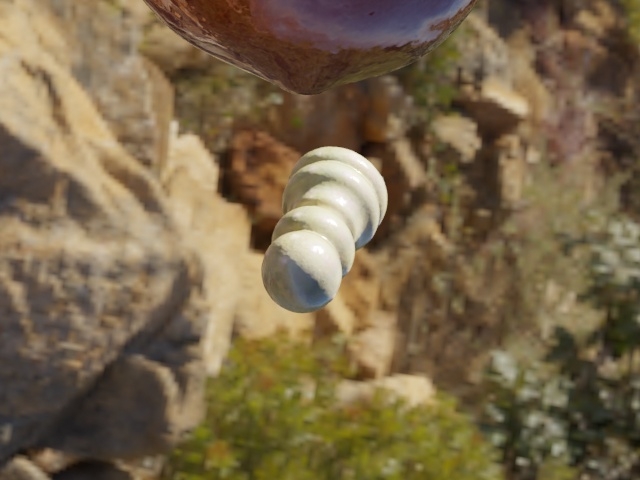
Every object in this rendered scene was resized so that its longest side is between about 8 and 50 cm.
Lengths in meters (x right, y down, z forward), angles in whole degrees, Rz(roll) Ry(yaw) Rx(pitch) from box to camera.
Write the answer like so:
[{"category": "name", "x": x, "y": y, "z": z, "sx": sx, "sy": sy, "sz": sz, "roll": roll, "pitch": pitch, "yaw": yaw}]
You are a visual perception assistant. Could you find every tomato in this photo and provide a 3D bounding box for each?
[{"category": "tomato", "x": -0.007, "y": -0.258, "z": 1.240, "sx": 0.321, "sy": 0.322, "sz": 0.321, "roll": -13, "pitch": 106, "yaw": -55}]

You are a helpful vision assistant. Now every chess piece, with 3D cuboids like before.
[{"category": "chess piece", "x": 0.000, "y": 0.000, "z": 1.510, "sx": 0.170, "sy": 0.094, "sz": 0.094, "roll": -70, "pitch": 149, "yaw": -55}]
